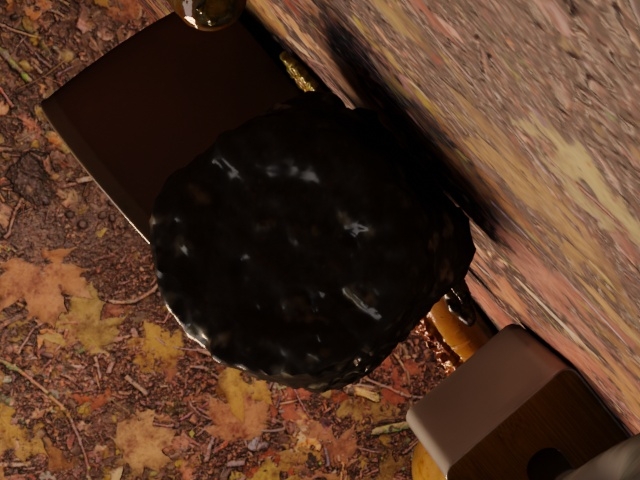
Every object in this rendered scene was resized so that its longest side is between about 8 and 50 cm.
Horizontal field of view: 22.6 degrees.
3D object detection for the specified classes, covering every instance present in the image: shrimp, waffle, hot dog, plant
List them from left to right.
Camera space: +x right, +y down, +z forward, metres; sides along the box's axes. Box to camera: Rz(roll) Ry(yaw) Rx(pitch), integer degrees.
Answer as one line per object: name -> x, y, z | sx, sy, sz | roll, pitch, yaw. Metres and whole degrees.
waffle -> -0.008, -0.143, 1.511 | 0.078, 0.016, 0.085 | 49, 179, -42
plant -> 0.000, 0.000, 1.313 | 0.215, 0.213, 0.312 | 47, -172, 3
shrimp -> 0.109, 0.016, 1.680 | 0.195, 0.035, 0.148 | 55, 177, 14
hot dog -> 0.164, 0.119, 1.900 | 0.249, 0.076, 0.102 | 50, 171, -33

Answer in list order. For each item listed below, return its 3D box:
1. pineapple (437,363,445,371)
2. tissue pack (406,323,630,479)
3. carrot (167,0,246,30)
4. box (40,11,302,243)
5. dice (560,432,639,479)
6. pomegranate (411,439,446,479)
pineapple -> 0.189, 0.143, 2.043 | 0.114, 0.077, 0.114 | 53, -169, -1
tissue pack -> 0.223, 0.227, 1.570 | 0.246, 0.159, 0.136 | 49, 180, -24
carrot -> -0.137, -0.270, 1.268 | 0.070, 0.070, 0.342 | 51, -177, -47
box -> -0.120, -0.106, 1.672 | 0.301, 0.216, 0.301 | 50, 180, 1
dice -> 0.214, 0.326, 0.898 | 0.328, 0.348, 0.330 | 47, 180, -3
pomegranate -> 0.234, 0.313, 2.110 | 0.248, 0.248, 0.248 | 49, 178, 2
